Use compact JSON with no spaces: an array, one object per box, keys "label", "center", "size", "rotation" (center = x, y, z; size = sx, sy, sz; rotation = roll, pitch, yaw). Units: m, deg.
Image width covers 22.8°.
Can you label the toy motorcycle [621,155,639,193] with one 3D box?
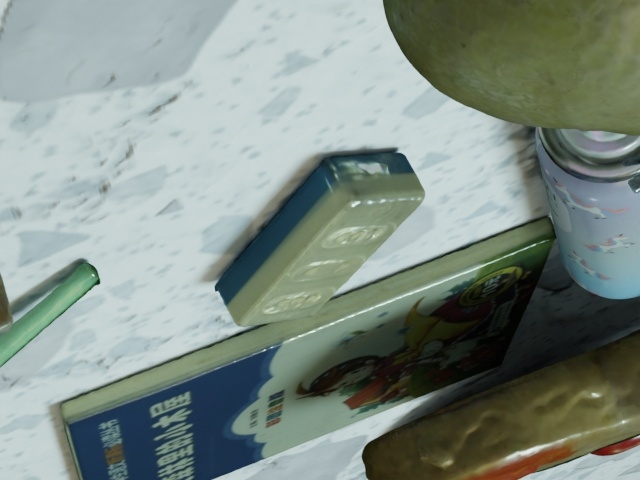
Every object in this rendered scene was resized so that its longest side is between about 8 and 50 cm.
[{"label":"toy motorcycle","center":[0.237,-0.080,0.672],"size":[0.263,0.090,0.157],"rotation":[4,149,15]}]

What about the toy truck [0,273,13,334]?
[{"label":"toy truck","center":[-0.213,0.054,0.539],"size":[0.136,0.162,0.305],"rotation":[-9,152,-37]}]

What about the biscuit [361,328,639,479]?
[{"label":"biscuit","center":[0.222,0.108,1.120],"size":[0.368,0.076,0.394],"rotation":[-22,170,5]}]

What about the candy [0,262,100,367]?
[{"label":"candy","center":[-0.235,0.117,0.797],"size":[0.335,0.093,0.092],"rotation":[-41,-162,12]}]

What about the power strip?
[{"label":"power strip","center":[0.000,0.000,0.820],"size":[0.056,0.032,0.123],"rotation":[-7,150,-41]}]

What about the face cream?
[{"label":"face cream","center":[0.158,-0.035,0.859],"size":[0.075,0.075,0.229],"rotation":[-27,157,2]}]

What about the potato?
[{"label":"potato","center":[0.125,-0.128,0.524],"size":[0.235,0.160,0.178],"rotation":[-42,-165,3]}]

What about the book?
[{"label":"book","center":[-0.007,0.093,1.037],"size":[0.323,0.018,0.228],"rotation":[-21,157,-13]}]
